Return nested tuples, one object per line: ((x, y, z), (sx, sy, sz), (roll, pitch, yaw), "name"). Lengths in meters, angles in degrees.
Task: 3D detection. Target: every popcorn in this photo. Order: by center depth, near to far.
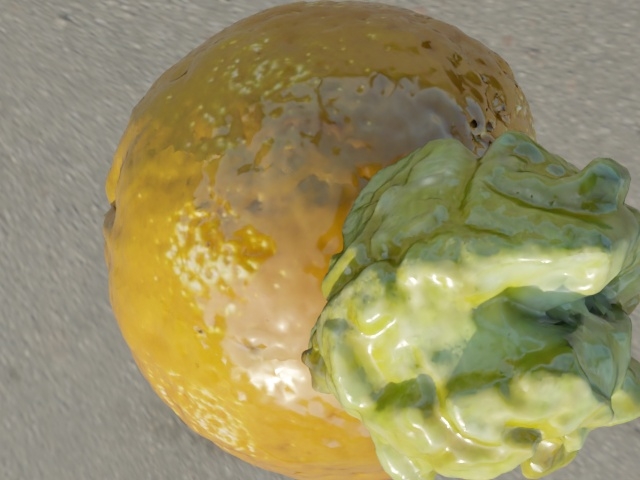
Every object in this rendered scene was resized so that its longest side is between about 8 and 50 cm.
((0.090, 0.042, 0.858), (0.185, 0.167, 0.187), (29, 70, -59), "popcorn")

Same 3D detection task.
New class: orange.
((0.000, 0.000, 1.135), (0.293, 0.340, 0.340), (5, 100, 10), "orange")
